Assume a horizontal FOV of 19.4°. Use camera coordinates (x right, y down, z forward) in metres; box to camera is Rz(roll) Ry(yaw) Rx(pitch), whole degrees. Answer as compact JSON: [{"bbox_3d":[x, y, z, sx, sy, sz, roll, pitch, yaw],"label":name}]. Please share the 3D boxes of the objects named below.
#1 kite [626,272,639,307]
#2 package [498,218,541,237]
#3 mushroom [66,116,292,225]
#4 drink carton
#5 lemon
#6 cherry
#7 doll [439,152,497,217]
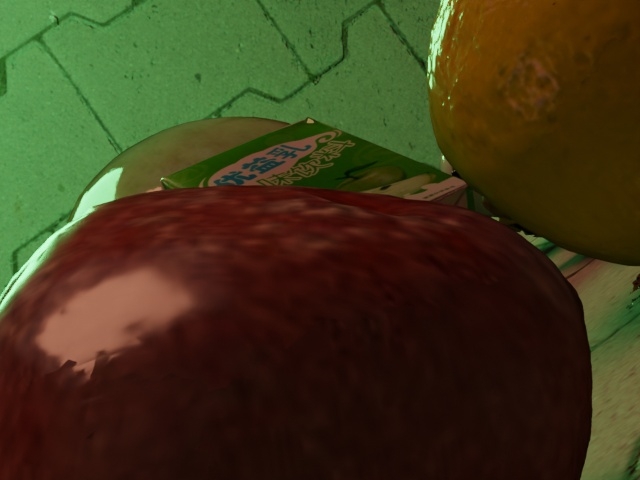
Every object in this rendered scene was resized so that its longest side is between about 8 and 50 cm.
[{"bbox_3d":[0.259,-0.024,1.160,0.125,0.008,0.222,-32,4,25],"label":"kite"},{"bbox_3d":[0.218,-0.058,1.350,0.168,0.090,0.226,-38,5,-14],"label":"package"},{"bbox_3d":[-0.099,0.036,2.034,0.362,0.294,0.362,-8,37,6],"label":"mushroom"},{"bbox_3d":[0.000,0.000,1.509,0.161,0.108,0.271,-24,26,-23],"label":"drink carton"},{"bbox_3d":[0.172,-0.092,1.045,0.219,0.240,0.240,-47,-2,21],"label":"lemon"},{"bbox_3d":[-0.035,0.083,0.722,0.286,0.212,0.236,-12,25,-1],"label":"cherry"},{"bbox_3d":[0.145,-0.045,1.632,0.208,0.144,0.271,-19,-22,-32],"label":"doll"}]
